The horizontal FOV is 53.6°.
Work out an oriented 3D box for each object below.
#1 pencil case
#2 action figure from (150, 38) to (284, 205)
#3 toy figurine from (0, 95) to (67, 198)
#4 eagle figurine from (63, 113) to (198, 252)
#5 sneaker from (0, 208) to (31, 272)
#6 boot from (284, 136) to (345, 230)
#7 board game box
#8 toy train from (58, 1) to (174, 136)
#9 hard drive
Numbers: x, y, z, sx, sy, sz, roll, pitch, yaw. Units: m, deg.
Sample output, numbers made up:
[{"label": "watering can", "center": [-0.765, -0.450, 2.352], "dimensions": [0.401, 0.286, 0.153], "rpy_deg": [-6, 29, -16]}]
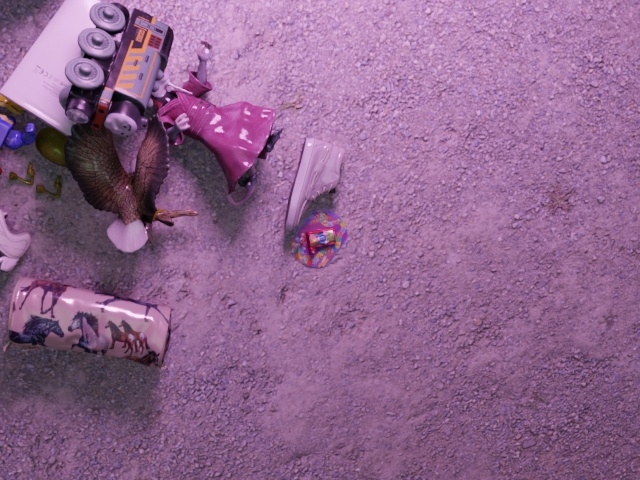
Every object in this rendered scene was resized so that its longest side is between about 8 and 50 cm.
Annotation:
[{"label": "pencil case", "center": [-0.575, 0.222, 1.616], "dimensions": [0.410, 0.160, 0.184], "rpy_deg": [14, 91, -16]}, {"label": "action figure", "center": [-0.285, -0.301, 1.576], "dimensions": [0.370, 0.276, 0.248], "rpy_deg": [29, 64, 0]}, {"label": "toy figurine", "center": [-0.737, -0.225, 1.440], "dimensions": [0.362, 0.217, 0.191], "rpy_deg": [31, 95, -17]}, {"label": "eagle figurine", "center": [-0.453, -0.146, 1.511], "dimensions": [0.226, 0.225, 0.298], "rpy_deg": [-33, 147, -19]}, {"label": "sneaker", "center": [-0.837, -0.053, 1.527], "dimensions": [0.292, 0.110, 0.118], "rpy_deg": [44, 82, -25]}, {"label": "boot", "center": [-0.012, -0.138, 1.689], "dimensions": [0.123, 0.095, 0.258], "rpy_deg": [15, 99, -9]}, {"label": "board game box", "center": [0.000, 0.000, 1.761], "dimensions": [0.133, 0.033, 0.169], "rpy_deg": [35, 94, -18]}, {"label": "toy train", "center": [-0.444, -0.380, 1.396], "dimensions": [0.190, 0.142, 0.334], "rpy_deg": [19, 57, -20]}, {"label": "hard drive", "center": [-0.567, -0.409, 1.484], "dimensions": [0.203, 0.040, 0.307], "rpy_deg": [34, 79, -18]}]
